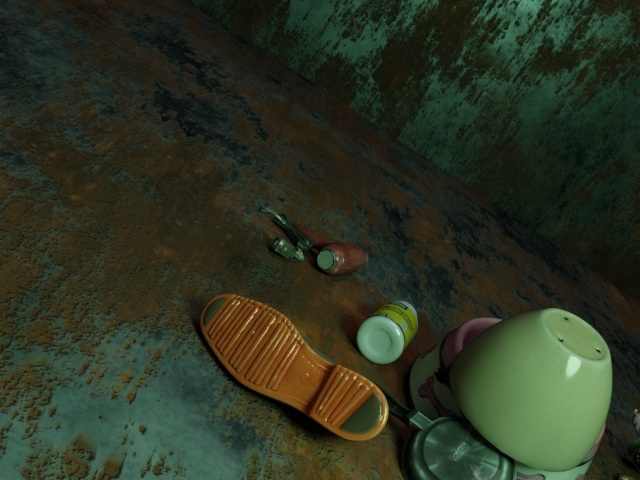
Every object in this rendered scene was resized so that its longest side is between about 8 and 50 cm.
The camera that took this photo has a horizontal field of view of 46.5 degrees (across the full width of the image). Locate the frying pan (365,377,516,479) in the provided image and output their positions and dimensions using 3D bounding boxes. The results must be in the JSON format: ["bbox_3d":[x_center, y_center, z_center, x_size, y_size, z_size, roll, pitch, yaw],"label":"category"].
[{"bbox_3d":[0.218,0.337,1.324,0.197,0.053,0.326,-13,45,-14],"label":"frying pan"}]

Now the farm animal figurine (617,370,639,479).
[{"bbox_3d":[0.847,0.493,1.759,0.326,0.330,0.172,17,-2,-4],"label":"farm animal figurine"}]

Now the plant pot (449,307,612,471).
[{"bbox_3d":[0.399,0.233,1.315,0.284,0.191,0.284,19,33,-13],"label":"plant pot"}]

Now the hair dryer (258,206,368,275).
[{"bbox_3d":[0.000,0.000,1.786,0.293,0.080,0.224,26,23,-25],"label":"hair dryer"}]

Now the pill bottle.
[{"bbox_3d":[0.149,0.188,1.589,0.103,0.103,0.184,39,22,9],"label":"pill bottle"}]

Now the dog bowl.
[{"bbox_3d":[0.387,0.322,1.506,0.408,0.150,0.408,20,32,-13],"label":"dog bowl"}]

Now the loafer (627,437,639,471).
[{"bbox_3d":[0.874,0.592,1.844,0.251,0.094,0.087,40,25,9],"label":"loafer"}]

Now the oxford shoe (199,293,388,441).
[{"bbox_3d":[-0.050,0.222,1.253,0.363,0.130,0.133,35,-12,16],"label":"oxford shoe"}]
